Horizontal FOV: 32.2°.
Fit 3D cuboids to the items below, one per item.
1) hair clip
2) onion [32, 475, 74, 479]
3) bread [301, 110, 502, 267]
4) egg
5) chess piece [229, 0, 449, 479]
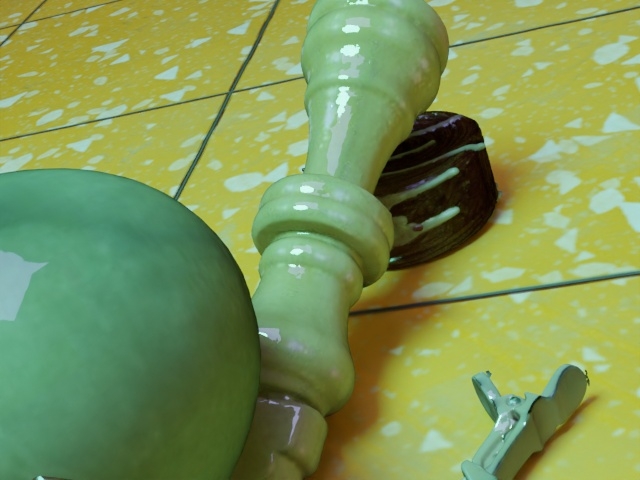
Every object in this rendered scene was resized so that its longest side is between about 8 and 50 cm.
[{"bbox_3d":[0.087,0.149,0.626,0.072,0.034,0.226,-2,34,33],"label":"hair clip"},{"bbox_3d":[-0.063,0.236,0.280,0.354,0.353,0.353,-14,29,8],"label":"onion"},{"bbox_3d":[0.068,-0.046,0.928,0.161,0.073,0.160,-13,31,8],"label":"bread"},{"bbox_3d":[-0.192,0.108,0.611,0.352,0.258,0.258,-35,29,4],"label":"egg"},{"bbox_3d":[0.000,0.000,0.779,0.117,0.117,0.397,-1,56,28],"label":"chess piece"}]
